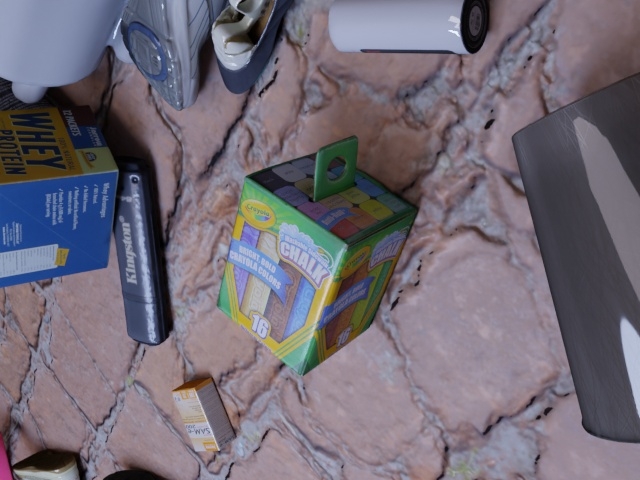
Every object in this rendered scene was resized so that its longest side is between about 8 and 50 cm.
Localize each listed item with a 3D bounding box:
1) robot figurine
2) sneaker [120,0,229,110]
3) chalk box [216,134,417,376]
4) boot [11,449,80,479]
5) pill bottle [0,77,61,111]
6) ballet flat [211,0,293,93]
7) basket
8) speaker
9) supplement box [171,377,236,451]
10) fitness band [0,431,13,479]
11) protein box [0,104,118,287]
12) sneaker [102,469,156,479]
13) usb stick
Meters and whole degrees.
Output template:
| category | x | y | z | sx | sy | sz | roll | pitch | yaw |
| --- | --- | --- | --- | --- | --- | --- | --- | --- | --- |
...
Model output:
| category | x | y | z | sx | sy | sz | roll | pitch | yaw |
| --- | --- | --- | --- | --- | --- | --- | --- | --- | --- |
| robot figurine | -0.317 | -0.321 | 0.762 | 0.299 | 0.200 | 0.353 | 25 | 136 | -22 |
| sneaker | -0.139 | -0.261 | 0.709 | 0.111 | 0.129 | 0.297 | 45 | 148 | 20 |
| chalk box | 0.000 | 0.000 | 0.676 | 0.132 | 0.132 | 0.213 | 36 | 127 | 24 |
| boot | -0.536 | 0.514 | 1.352 | 0.213 | 0.077 | 0.165 | -11 | 102 | 41 |
| pill bottle | -0.484 | -0.207 | 0.996 | 0.245 | 0.130 | 0.130 | 43 | 128 | 19 |
| ballet flat | -0.074 | -0.233 | 0.690 | 0.074 | 0.074 | 0.203 | 50 | 131 | 13 |
| basket | 0.241 | 0.002 | 0.473 | 0.204 | 0.154 | 0.227 | -24 | 87 | 41 |
| speaker | 0.075 | -0.194 | 0.593 | 0.136 | 0.055 | 0.055 | 12 | 114 | 35 |
| supplement box | -0.171 | 0.255 | 0.977 | 0.062 | 0.036 | 0.099 | -19 | 94 | 43 |
| fitness band | -0.683 | 0.536 | 1.436 | 0.209 | 0.054 | 0.291 | 58 | 146 | 30 |
| protein box | -0.395 | -0.055 | 0.894 | 0.136 | 0.201 | 0.200 | 58 | 143 | 31 |
| sneaker | -0.282 | 0.470 | 1.116 | 0.227 | 0.087 | 0.131 | 11 | 107 | 31 |
| usb stick | -0.259 | 0.020 | 0.954 | 0.077 | 0.045 | 0.278 | 14 | 114 | 36 |
